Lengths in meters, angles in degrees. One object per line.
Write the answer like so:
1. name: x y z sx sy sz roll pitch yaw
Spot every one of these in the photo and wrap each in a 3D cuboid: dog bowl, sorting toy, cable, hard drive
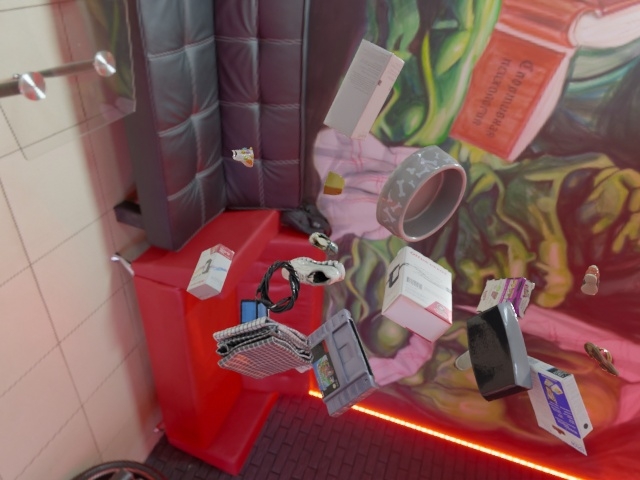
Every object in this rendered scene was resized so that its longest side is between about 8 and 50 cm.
1. dog bowl: 0.354 -0.145 1.597 0.348 0.102 0.349 -26 139 -25
2. sorting toy: -0.294 -0.321 1.761 0.045 0.075 0.083 112 -29 -45
3. cable: -0.134 0.157 1.620 0.047 0.150 0.185 -18 -139 60
4. hard drive: 0.505 0.318 1.354 0.172 0.054 0.255 -41 -141 45

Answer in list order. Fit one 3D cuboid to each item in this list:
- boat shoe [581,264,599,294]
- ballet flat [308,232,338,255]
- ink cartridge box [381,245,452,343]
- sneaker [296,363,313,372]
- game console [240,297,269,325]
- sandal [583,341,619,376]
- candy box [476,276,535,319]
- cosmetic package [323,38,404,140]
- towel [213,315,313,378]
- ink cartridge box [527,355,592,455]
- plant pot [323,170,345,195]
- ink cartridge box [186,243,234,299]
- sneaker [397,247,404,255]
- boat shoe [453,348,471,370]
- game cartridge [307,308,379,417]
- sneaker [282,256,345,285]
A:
1. boat shoe: 0.885 0.133 1.530 0.043 0.049 0.137 -61 144 -24
2. ballet flat: 0.000 0.000 1.854 0.070 0.188 0.070 -14 114 -32
3. ink cartridge box: 0.283 0.150 1.356 0.100 0.171 0.237 -55 -172 34
4. sneaker: -0.053 0.555 2.184 0.112 0.296 0.131 -33 122 -57
5. game console: -0.269 0.287 1.910 0.071 0.107 0.122 23 50 -40
6. sandal: 0.968 0.398 1.601 0.049 0.180 0.072 -49 -164 -3
7. candy box: 0.769 0.243 1.957 0.159 0.071 0.233 -64 -169 -13
8. cosmetic package: 0.188 -0.642 2.041 0.217 0.156 0.385 -23 141 -64
9. towel: -0.187 0.371 1.572 0.283 0.234 0.122 41 35 -50
10. ink cartridge box: 0.632 0.436 1.263 0.206 0.045 0.209 179 -108 -82
11. plant pot: 0.064 -0.249 2.093 0.081 0.083 0.082 96 11 -67
12. ink cartridge box: -0.401 0.115 1.712 0.072 0.127 0.175 38 48 -31
13. sneaker: 0.369 0.128 1.831 0.087 0.092 0.229 11 56 -42
14. boat shoe: 0.604 0.439 1.818 0.205 0.075 0.065 -27 168 -12
15. game cartridge: 0.071 0.469 1.814 0.068 0.230 0.355 35 24 -42
16. sneaker: -0.048 0.137 1.953 0.118 0.291 0.110 -35 118 -55
